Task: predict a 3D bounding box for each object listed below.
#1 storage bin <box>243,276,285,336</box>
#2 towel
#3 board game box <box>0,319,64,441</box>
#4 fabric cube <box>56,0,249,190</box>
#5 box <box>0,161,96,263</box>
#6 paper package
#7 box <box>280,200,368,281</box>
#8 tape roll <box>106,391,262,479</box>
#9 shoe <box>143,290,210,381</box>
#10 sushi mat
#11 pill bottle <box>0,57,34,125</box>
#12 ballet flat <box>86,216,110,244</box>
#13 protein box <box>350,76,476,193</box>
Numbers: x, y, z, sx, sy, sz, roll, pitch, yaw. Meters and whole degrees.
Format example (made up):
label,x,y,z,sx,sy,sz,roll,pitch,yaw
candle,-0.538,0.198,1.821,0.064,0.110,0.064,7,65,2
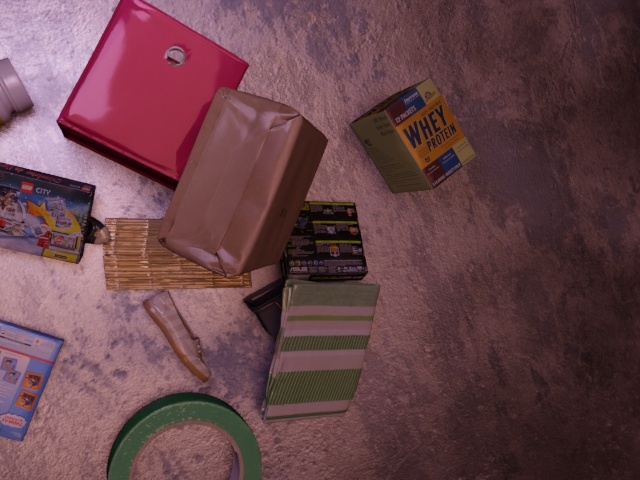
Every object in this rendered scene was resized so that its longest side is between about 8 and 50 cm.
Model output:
label,x,y,z,sx,sy,sz,roll,pitch,yaw
storage bin,-0.085,0.148,1.421,0.135,0.098,0.091,-30,111,-16
towel,-0.001,0.247,1.423,0.248,0.038,0.325,5,101,-32
board game box,-0.627,0.273,1.260,0.160,0.039,0.211,23,84,-18
fabric cube,-0.327,-0.268,1.230,0.254,0.259,0.258,27,83,-19
box,-0.566,-0.056,1.224,0.233,0.044,0.159,14,112,-14
paper package,-0.130,-0.107,1.213,0.168,0.325,0.309,24,95,7
box,0.000,0.000,1.427,0.190,0.045,0.184,-1,62,-19
tape roll,-0.289,0.493,1.366,0.321,0.077,0.321,-1,92,-18
shoe,-0.292,0.205,1.354,0.058,0.076,0.219,-34,100,-10
sushi mat,-0.302,0.030,1.374,0.316,0.019,0.151,1,91,-19
pill bottle,-0.659,-0.256,1.189,0.208,0.119,0.119,-29,101,-16
ballet flat,-0.506,-0.039,1.282,0.173,0.049,0.057,29,84,-13
protein box,0.206,-0.230,1.447,0.136,0.200,0.201,-38,103,-15
